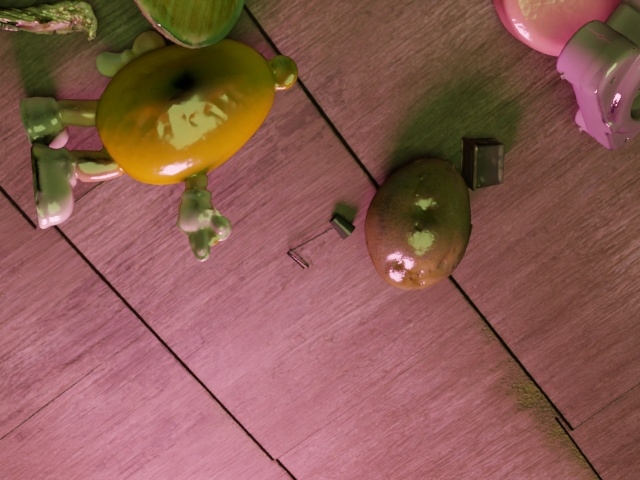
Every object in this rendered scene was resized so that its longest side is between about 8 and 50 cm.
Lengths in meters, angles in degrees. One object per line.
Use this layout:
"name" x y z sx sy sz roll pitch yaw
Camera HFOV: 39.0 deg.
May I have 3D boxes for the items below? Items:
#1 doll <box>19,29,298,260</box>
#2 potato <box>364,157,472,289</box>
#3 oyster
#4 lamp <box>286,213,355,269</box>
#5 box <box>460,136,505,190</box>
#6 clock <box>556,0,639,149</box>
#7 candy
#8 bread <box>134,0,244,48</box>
"doll" -0.269 -0.161 1.405 0.423 0.161 0.348 12 85 5
"potato" 0.171 -0.029 1.564 0.178 0.160 0.235 21 98 -37
"oyster" -0.454 -0.348 1.387 0.200 0.106 0.061 2 98 -31
"lamp" 0.001 -0.001 1.611 0.121 0.041 0.054 -44 103 6
"box" 0.285 -0.136 1.587 0.063 0.060 0.084 -7 112 -14
"clock" 0.541 -0.315 1.453 0.322 0.113 0.295 -45 152 5
"candy" 0.409 -0.422 1.469 0.255 0.094 0.255 -3 112 -7
"bread" -0.197 -0.425 1.292 0.045 0.301 0.301 3 117 30
